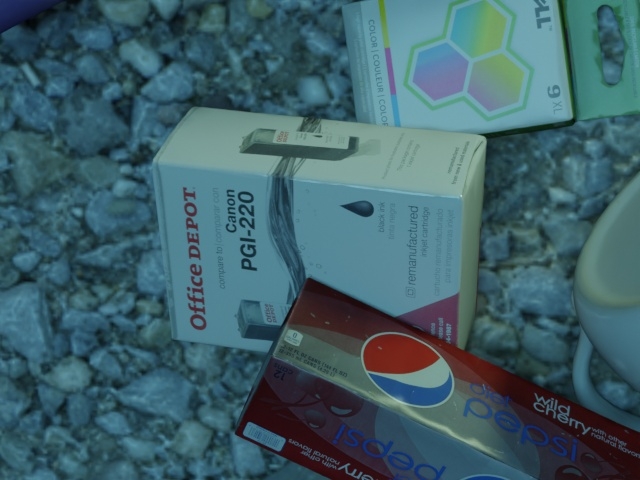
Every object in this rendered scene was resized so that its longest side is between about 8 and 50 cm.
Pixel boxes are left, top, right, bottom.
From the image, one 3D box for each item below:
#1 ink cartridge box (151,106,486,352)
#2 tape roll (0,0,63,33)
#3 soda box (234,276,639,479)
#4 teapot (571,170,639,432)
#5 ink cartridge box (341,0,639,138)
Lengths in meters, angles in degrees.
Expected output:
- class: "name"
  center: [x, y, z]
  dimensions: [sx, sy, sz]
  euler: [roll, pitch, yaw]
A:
- class: "ink cartridge box"
  center: [0.000, 0.000, 0.872]
  dimensions: [0.218, 0.092, 0.159]
  euler: [8, 124, 15]
- class: "tape roll"
  center: [-0.265, -0.247, 0.907]
  dimensions: [0.080, 0.189, 0.189]
  euler: [-25, 86, 13]
- class: "soda box"
  center: [0.084, 0.131, 0.820]
  dimensions: [0.263, 0.092, 0.083]
  euler: [26, 126, 0]
- class: "teapot"
  center: [0.296, 0.036, 0.778]
  dimensions: [0.252, 0.256, 0.187]
  euler: [-45, 105, -6]
- class: "ink cartridge box"
  center: [0.127, -0.130, 0.883]
  dimensions: [0.209, 0.062, 0.109]
  euler: [-7, 90, 13]
